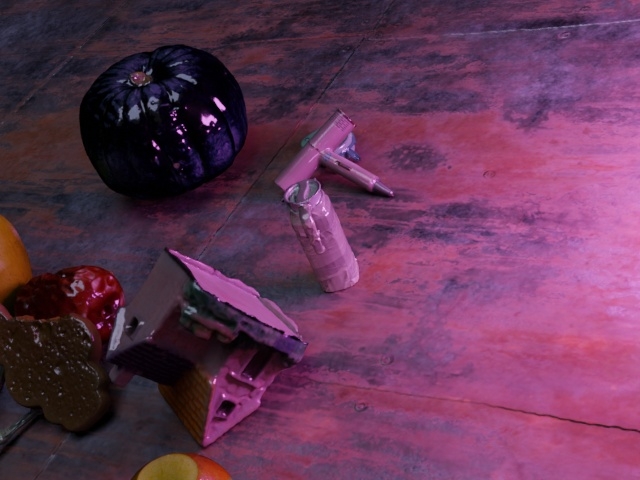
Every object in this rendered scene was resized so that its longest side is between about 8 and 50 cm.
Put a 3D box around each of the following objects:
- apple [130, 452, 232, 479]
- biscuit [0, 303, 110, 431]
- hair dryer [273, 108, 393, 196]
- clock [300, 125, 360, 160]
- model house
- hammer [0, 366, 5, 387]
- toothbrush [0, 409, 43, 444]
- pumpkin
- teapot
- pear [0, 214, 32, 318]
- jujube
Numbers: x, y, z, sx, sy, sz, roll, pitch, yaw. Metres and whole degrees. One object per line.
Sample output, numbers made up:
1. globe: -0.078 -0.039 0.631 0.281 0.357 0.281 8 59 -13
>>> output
1. apple: -0.197 0.385 1.439 0.163 0.146 0.147 -12 30 -4
2. biscuit: -0.484 0.200 1.801 0.320 0.047 0.183 23 84 21
3. hair dryer: 0.040 -0.119 2.005 0.195 0.054 0.220 -47 62 6
4. clock: 0.026 -0.188 2.107 0.101 0.041 0.135 -30 38 -7
5. model house: -0.192 0.178 1.635 0.237 0.237 0.202 -55 44 6
6. hammer: -0.603 0.302 1.884 0.058 0.029 0.292 -14 36 12
7. toothbrush: -0.569 0.351 1.766 0.026 0.028 0.294 35 57 25
8. pumpkin: -0.332 -0.253 2.210 0.363 0.266 0.363 -12 37 9
9. teapot: 0.000 0.000 1.754 0.077 0.200 0.107 -16 35 12
10. pear: -0.697 0.070 2.023 0.294 0.294 0.294 -16 37 13
11. jujube: -0.469 0.126 1.921 0.230 0.155 0.155 -7 39 32
